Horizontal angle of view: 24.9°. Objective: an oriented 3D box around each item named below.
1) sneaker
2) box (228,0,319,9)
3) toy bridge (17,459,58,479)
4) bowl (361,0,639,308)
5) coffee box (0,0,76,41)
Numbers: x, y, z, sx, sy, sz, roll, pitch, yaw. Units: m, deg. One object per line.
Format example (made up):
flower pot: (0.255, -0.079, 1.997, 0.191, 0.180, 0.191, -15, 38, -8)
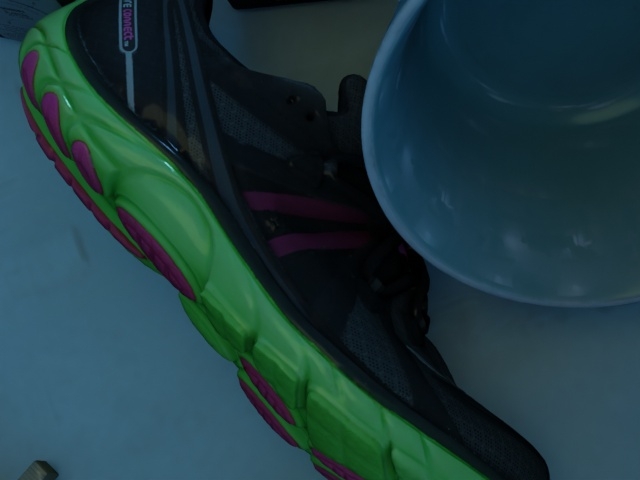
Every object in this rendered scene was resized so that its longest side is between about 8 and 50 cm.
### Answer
sneaker: (0.000, 0.000, 0.975, 0.202, 0.185, 0.483, -39, 85, -15)
box: (0.037, -0.275, 1.047, 0.247, 0.142, 0.163, -4, 77, 8)
toy bridge: (-0.222, 0.189, 1.065, 0.188, 0.026, 0.063, 41, 90, 16)
bowl: (0.175, -0.122, 0.925, 0.311, 0.311, 0.163, -15, 39, 8)
coffee box: (-0.217, -0.256, 1.013, 0.119, 0.297, 0.168, 13, 81, 10)
